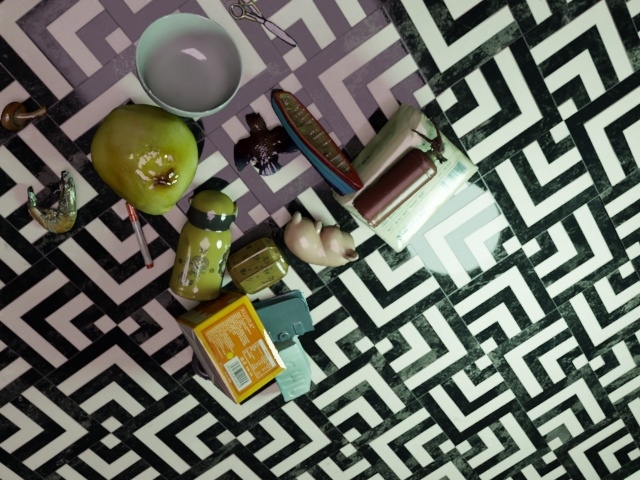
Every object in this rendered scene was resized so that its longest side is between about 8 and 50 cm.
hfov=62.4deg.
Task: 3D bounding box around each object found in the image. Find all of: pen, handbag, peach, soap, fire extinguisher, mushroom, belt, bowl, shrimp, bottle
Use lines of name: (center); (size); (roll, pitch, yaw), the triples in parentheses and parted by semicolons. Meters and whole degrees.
pen: (-0.593, -0.017, 1.734); (0.028, 0.028, 0.238); (-12, 113, -4)
handbag: (-0.148, 0.290, 1.905); (0.230, 0.062, 0.179); (-16, 113, -2)
peach: (-0.494, -0.241, 1.517); (0.282, 0.316, 0.314); (-41, 106, -8)
soap: (-0.112, 0.482, 1.971); (0.145, 0.091, 0.230); (-23, 112, 1)
fire extinguisher: (0.234, -0.196, 1.537); (0.337, 0.106, 0.147); (-42, 83, 8)
mushroom: (-0.867, -0.366, 1.536); (0.130, 0.073, 0.088); (-33, 143, -37)
belt: (-0.385, 0.403, 1.904); (0.151, 0.078, 0.198); (21, 107, -13)
bowl: (-0.375, -0.475, 1.495); (0.287, 0.144, 0.286); (3, 83, -21)
shrimp: (-0.835, -0.125, 1.646); (0.150, 0.051, 0.217); (15, 112, -7)
bottle: (-0.370, 0.009, 1.701); (0.172, 0.171, 0.350); (12, 109, -13)

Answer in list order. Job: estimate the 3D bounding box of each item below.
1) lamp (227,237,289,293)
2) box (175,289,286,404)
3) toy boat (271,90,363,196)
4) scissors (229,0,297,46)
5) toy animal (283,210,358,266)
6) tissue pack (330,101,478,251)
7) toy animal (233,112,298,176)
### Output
lamp: (-0.208, 0.086, 1.762); (0.185, 0.161, 0.161); (-33, 112, 3)
box: (-0.293, 0.331, 1.727); (0.214, 0.260, 0.283); (-31, 103, -23)
toy boat: (-0.014, -0.290, 1.603); (0.079, 0.136, 0.392); (-42, 81, 36)
scissors: (-0.161, -0.642, 1.562); (0.220, 0.017, 0.088); (31, 100, -19)
toy animal: (-0.001, 0.007, 1.764); (0.251, 0.166, 0.153); (19, 99, -5)
tissue pack: (0.259, -0.201, 1.696); (0.297, 0.207, 0.380); (40, 101, -20)
toy animal: (-0.179, -0.300, 1.639); (0.219, 0.116, 0.179); (-17, 114, 5)
